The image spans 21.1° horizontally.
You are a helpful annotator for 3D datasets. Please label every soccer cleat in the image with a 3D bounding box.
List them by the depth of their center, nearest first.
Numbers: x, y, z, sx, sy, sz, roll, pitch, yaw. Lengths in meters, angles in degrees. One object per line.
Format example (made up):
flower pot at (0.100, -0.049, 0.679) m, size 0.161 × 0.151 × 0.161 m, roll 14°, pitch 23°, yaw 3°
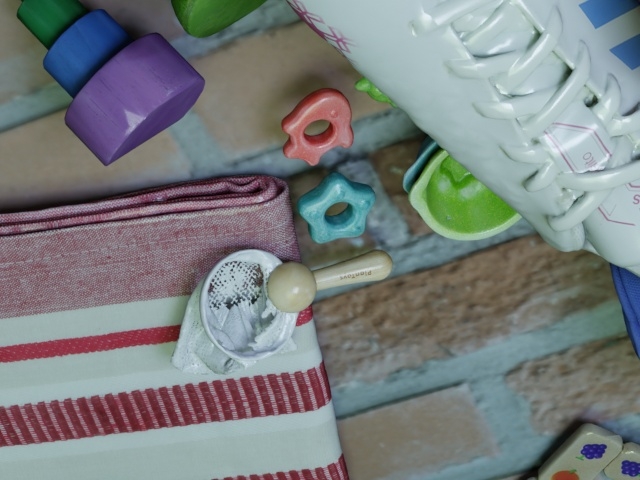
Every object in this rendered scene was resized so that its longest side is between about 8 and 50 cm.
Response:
soccer cleat at (0.101, -0.070, 0.745) m, size 0.116 × 0.143 × 0.331 m, roll -38°, pitch 143°, yaw 20°

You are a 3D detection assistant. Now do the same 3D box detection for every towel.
towel at (-0.110, 0.105, 1.032) m, size 0.237 × 0.037 × 0.329 m, roll -7°, pitch 130°, yaw 5°

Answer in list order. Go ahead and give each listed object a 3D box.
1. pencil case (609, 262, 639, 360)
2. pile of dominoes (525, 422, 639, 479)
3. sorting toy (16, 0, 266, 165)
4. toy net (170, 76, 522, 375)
pencil case at (0.304, -0.005, 0.871) m, size 0.306 × 0.133 × 0.119 m, roll -24°, pitch 79°, yaw 20°
pile of dominoes at (0.183, 0.238, 1.110) m, size 0.196 × 0.040 × 0.251 m, roll 24°, pitch 130°, yaw -14°
sorting toy at (-0.040, -0.193, 0.767) m, size 0.126 × 0.127 × 0.365 m, roll 46°, pitch 125°, yaw 5°
toy net at (0.000, 0.000, 0.901) m, size 0.232 × 0.045 × 0.122 m, roll -42°, pitch 129°, yaw 15°
